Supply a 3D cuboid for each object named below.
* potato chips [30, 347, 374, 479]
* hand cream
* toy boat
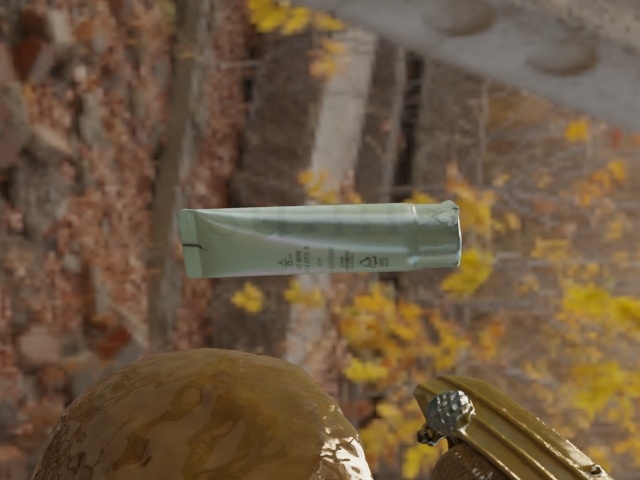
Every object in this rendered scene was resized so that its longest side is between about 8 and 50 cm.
[{"bbox_3d":[-0.058,0.098,0.550,0.049,0.150,0.201,41,6,-32],"label":"potato chips"},{"bbox_3d":[0.000,0.000,1.177,0.078,0.205,0.050,88,1,-52],"label":"hand cream"},{"bbox_3d":[0.168,0.216,1.349,0.115,0.310,0.089,-35,131,-14],"label":"toy boat"}]
